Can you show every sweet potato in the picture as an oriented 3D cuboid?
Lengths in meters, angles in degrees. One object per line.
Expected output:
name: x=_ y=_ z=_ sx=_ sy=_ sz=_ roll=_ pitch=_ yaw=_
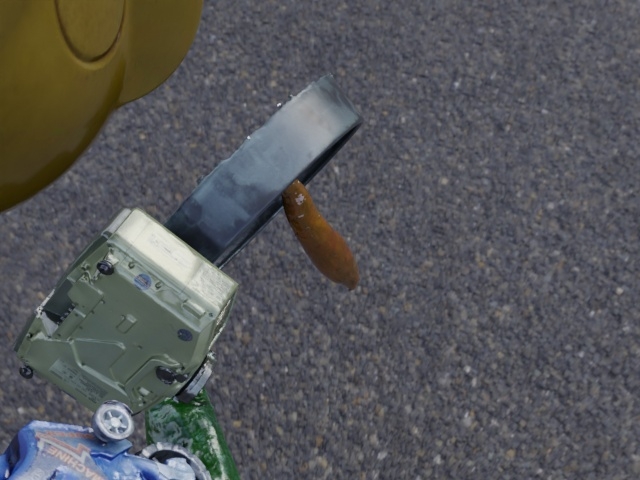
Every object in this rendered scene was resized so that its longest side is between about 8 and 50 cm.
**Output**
sweet potato: x=0.001 y=0.001 z=1.036 sx=0.057 sy=0.264 sz=0.057 roll=-11 pitch=56 yaw=17

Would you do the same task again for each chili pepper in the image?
chili pepper: x=-0.181 y=0.253 z=1.052 sx=0.099 sy=0.136 sz=0.270 roll=-10 pitch=58 yaw=-25

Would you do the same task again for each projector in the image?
projector: x=-0.210 y=0.104 z=0.871 sx=0.194 sy=0.269 sz=0.088 roll=38 pitch=39 yaw=-12

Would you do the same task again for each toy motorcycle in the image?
toy motorcycle: x=-0.145 y=0.158 z=0.461 sx=0.205 sy=0.076 sz=0.114 roll=20 pitch=33 yaw=-35

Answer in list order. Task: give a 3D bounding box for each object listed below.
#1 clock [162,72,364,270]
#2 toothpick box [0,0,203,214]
clock: x=-0.098 y=-0.050 z=1.018 sx=0.076 sy=0.386 sz=0.386 roll=44 pitch=63 yaw=-2
toothpick box: x=-0.334 y=-0.195 z=0.531 sx=0.426 sy=0.408 sz=0.408 roll=1 pitch=56 yaw=12
